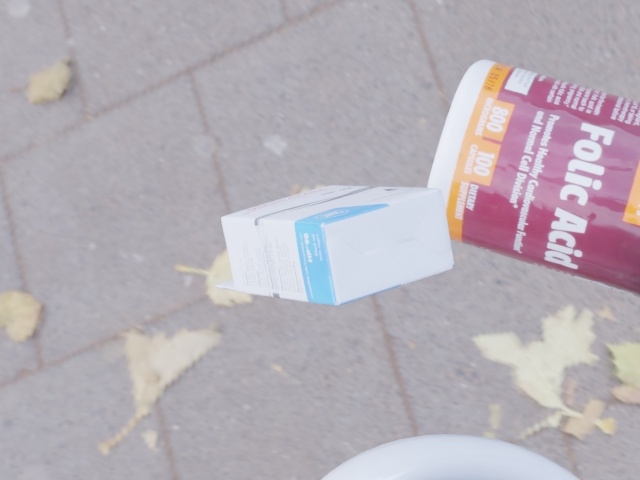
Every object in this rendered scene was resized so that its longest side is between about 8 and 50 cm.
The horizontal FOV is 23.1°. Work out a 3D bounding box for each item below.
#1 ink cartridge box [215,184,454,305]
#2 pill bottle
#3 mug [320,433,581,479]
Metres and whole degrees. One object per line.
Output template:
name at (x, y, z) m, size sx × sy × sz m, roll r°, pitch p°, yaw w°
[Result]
ink cartridge box at (0.000, 0.000, 1.135) m, size 0.180 × 0.104 × 0.060 m, roll 5°, pitch 109°, yaw 58°
pill bottle at (0.339, -0.059, 1.843) m, size 0.392 × 0.224 × 0.224 m, roll 17°, pitch 84°, yaw 12°
mug at (0.048, 0.274, 0.699) m, size 0.276 × 0.328 × 0.374 m, roll -5°, pitch 73°, yaw 60°
